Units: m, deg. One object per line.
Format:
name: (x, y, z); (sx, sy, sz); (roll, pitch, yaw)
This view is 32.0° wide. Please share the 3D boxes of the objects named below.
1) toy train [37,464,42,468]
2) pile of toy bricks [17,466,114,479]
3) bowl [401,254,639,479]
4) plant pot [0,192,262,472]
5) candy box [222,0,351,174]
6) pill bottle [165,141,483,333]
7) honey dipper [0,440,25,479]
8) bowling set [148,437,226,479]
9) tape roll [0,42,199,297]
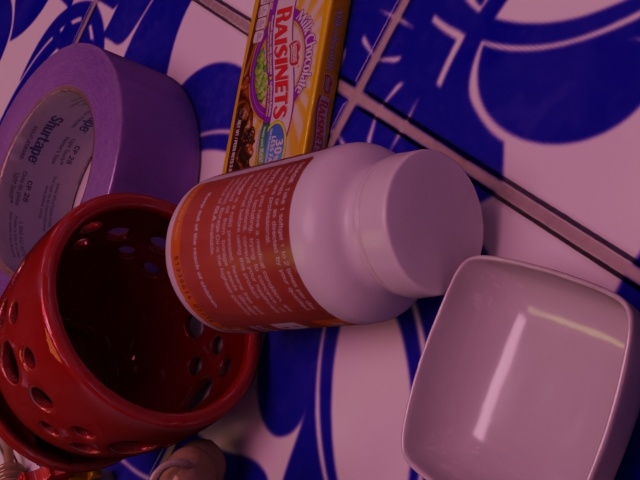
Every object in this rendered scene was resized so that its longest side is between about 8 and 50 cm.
toy train: (-0.247, 0.158, 1.028); (0.036, 0.027, 0.158); (4, 97, 36)
pile of toy bricks: (-0.263, 0.292, 0.965); (0.212, 0.105, 0.118); (-53, 43, 21)
bowl: (0.122, 0.089, 0.641); (0.142, 0.053, 0.142); (18, 89, 51)
plant pot: (-0.170, 0.081, 0.877); (0.174, 0.191, 0.191); (-32, 53, 41)
candy box: (-0.029, -0.123, 0.921); (0.105, 0.027, 0.206); (-2, 74, 45)
pill bottle: (0.000, 0.000, 0.763); (0.216, 0.121, 0.121); (-9, 69, 48)
honey dipper: (-0.318, 0.194, 1.129); (0.030, 0.030, 0.160); (-45, 44, 29)
bowling set: (-0.060, 0.238, 0.738); (0.154, 0.200, 0.287); (-59, -2, 7)
tape roll: (-0.233, -0.047, 1.078); (0.275, 0.090, 0.274); (-21, 61, 44)
